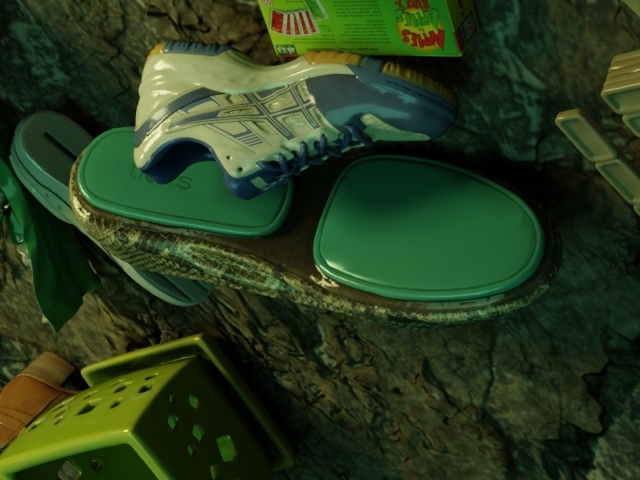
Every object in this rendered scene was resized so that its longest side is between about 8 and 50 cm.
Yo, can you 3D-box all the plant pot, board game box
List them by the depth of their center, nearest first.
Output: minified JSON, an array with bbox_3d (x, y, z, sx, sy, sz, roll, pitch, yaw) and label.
[{"bbox_3d":[0.035,-0.203,1.369,0.181,0.043,0.092,4,131,32],"label":"board game box"},{"bbox_3d":[-0.177,0.239,1.791,0.227,0.207,0.228,-18,118,37],"label":"plant pot"}]

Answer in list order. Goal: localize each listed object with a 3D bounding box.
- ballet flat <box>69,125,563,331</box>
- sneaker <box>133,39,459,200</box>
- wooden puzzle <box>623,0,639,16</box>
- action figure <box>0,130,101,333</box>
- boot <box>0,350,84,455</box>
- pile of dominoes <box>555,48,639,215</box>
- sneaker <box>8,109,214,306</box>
[{"bbox_3d":[0.000,0.000,1.513,0.482,0.164,0.182,10,154,22],"label":"ballet flat"},{"bbox_3d":[-0.025,-0.092,1.417,0.296,0.131,0.112,5,165,26],"label":"sneaker"},{"bbox_3d":[0.361,-0.172,1.186,0.238,0.044,0.221,39,140,-12],"label":"wooden puzzle"},{"bbox_3d":[-0.314,-0.029,1.722,0.063,0.137,0.232,-17,110,15],"label":"action figure"},{"bbox_3d":[-0.293,0.232,1.914,0.197,0.152,0.073,28,138,8],"label":"boot"},{"bbox_3d":[0.324,-0.060,1.293,0.196,0.040,0.251,-9,138,47],"label":"pile of dominoes"},{"bbox_3d":[-0.211,-0.033,1.676,0.258,0.094,0.091,46,160,-9],"label":"sneaker"}]
